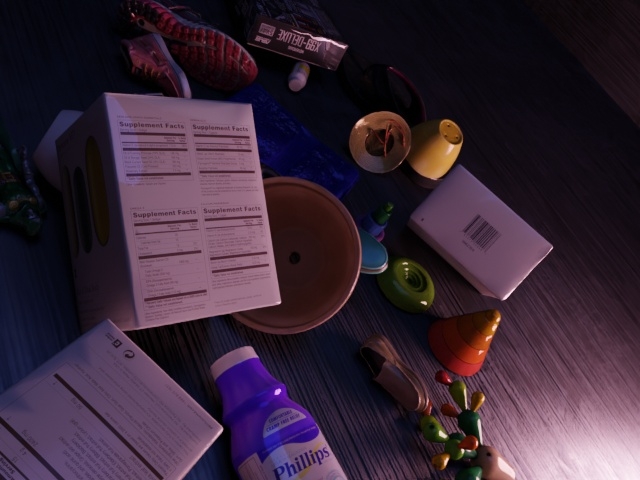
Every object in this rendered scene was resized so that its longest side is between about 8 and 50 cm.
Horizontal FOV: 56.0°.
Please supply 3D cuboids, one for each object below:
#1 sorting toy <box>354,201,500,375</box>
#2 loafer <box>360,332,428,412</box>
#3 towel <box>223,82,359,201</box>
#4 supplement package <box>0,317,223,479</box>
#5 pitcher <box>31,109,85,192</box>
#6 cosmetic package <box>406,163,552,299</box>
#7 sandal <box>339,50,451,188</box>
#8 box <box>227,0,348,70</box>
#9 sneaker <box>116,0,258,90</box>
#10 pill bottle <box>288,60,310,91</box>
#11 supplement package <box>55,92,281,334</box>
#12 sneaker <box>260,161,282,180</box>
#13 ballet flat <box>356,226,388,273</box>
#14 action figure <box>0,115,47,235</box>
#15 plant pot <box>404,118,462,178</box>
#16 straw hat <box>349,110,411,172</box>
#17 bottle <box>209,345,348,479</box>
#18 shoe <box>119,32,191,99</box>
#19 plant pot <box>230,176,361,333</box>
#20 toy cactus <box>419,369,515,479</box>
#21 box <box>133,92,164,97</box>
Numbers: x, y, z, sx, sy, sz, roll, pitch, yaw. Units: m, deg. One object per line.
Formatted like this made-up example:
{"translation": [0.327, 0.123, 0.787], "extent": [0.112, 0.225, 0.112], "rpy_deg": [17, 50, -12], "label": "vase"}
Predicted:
{"translation": [0.203, 0.070, 1.115], "extent": [0.127, 0.126, 0.366], "rpy_deg": [-23, 69, -46], "label": "sorting toy"}
{"translation": [0.113, 0.218, 0.970], "extent": [0.050, 0.056, 0.148], "rpy_deg": [-13, 51, -41], "label": "loafer"}
{"translation": [-0.078, -0.173, 1.176], "extent": [0.308, 0.076, 0.228], "rpy_deg": [39, 40, 1], "label": "towel"}
{"translation": [-0.268, 0.251, 0.564], "extent": [0.175, 0.178, 0.293], "rpy_deg": [42, 41, 5], "label": "supplement package"}
{"translation": [-0.320, -0.083, 0.892], "extent": [0.207, 0.125, 0.178], "rpy_deg": [33, 46, -24], "label": "pitcher"}
{"translation": [0.296, -0.012, 1.172], "extent": [0.224, 0.138, 0.224], "rpy_deg": [43, 1, 6], "label": "cosmetic package"}
{"translation": [0.202, -0.329, 1.498], "extent": [0.167, 0.107, 0.446], "rpy_deg": [-10, 60, -41], "label": "sandal"}
{"translation": [-0.094, -0.557, 1.489], "extent": [0.242, 0.077, 0.308], "rpy_deg": [8, 40, -32], "label": "box"}
{"translation": [-0.260, -0.423, 1.244], "extent": [0.299, 0.121, 0.112], "rpy_deg": [30, 39, -9], "label": "sneaker"}
{"translation": [-0.052, -0.384, 1.416], "extent": [0.043, 0.043, 0.083], "rpy_deg": [27, 42, -12], "label": "pill bottle"}
{"translation": [-0.202, -0.027, 0.781], "extent": [0.197, 0.199, 0.263], "rpy_deg": [-6, 85, -39], "label": "supplement package"}
{"translation": [-0.143, -0.128, 1.053], "extent": [0.188, 0.067, 0.078], "rpy_deg": [34, -1, -2], "label": "sneaker"}
{"translation": [0.000, 0.000, 1.054], "extent": [0.247, 0.087, 0.083], "rpy_deg": [24, 60, 2], "label": "ballet flat"}
{"translation": [-0.458, -0.100, 0.849], "extent": [0.232, 0.063, 0.137], "rpy_deg": [51, 39, 10], "label": "action figure"}
{"translation": [0.268, -0.223, 1.372], "extent": [0.134, 0.095, 0.134], "rpy_deg": [13, 62, -26], "label": "plant pot"}
{"translation": [0.133, -0.222, 1.377], "extent": [0.144, 0.145, 0.061], "rpy_deg": [32, 1, -6], "label": "straw hat"}
{"translation": [-0.051, 0.271, 0.768], "extent": [0.118, 0.092, 0.283], "rpy_deg": [-12, 60, -41], "label": "bottle"}
{"translation": [-0.319, -0.322, 1.157], "extent": [0.081, 0.063, 0.178], "rpy_deg": [-21, 71, -30], "label": "shoe"}
{"translation": [-0.051, 0.024, 0.945], "extent": [0.237, 0.237, 0.110], "rpy_deg": [45, 3, 8], "label": "plant pot"}
{"translation": [0.237, 0.321, 0.938], "extent": [0.180, 0.112, 0.219], "rpy_deg": [35, 31, -18], "label": "toy cactus"}
{"translation": [-0.276, -0.183, 1.059], "extent": [0.059, 0.054, 0.169], "rpy_deg": [-14, 63, -42], "label": "box"}
